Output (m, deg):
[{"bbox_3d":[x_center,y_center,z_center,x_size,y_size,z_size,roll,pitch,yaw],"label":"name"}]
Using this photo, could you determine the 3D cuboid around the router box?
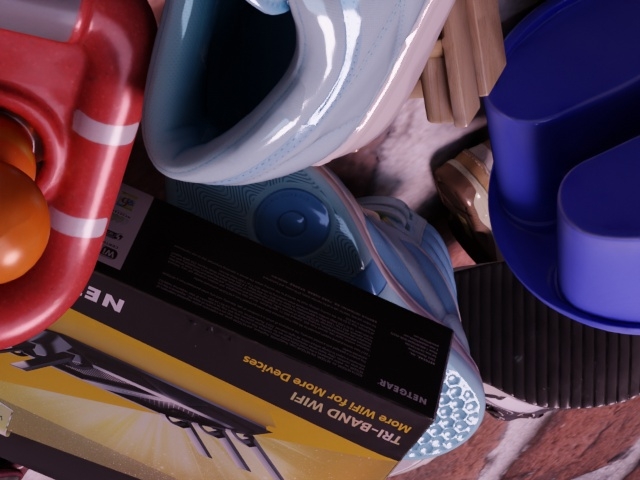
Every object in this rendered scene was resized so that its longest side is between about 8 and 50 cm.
[{"bbox_3d":[-0.102,0.092,0.906,0.309,0.081,0.243,24,137,-6],"label":"router box"}]

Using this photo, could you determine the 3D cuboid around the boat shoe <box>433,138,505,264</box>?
[{"bbox_3d":[0.152,-0.026,1.153,0.072,0.068,0.190,-42,156,-7],"label":"boat shoe"}]

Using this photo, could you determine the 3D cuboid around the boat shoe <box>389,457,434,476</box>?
[{"bbox_3d":[0.053,0.229,1.485,0.227,0.079,0.081,-32,158,15],"label":"boat shoe"}]

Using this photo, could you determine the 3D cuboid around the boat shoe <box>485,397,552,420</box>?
[{"bbox_3d":[0.222,0.176,1.562,0.076,0.080,0.228,-42,157,23],"label":"boat shoe"}]

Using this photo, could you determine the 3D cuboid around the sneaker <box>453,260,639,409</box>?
[{"bbox_3d":[0.138,0.077,1.169,0.331,0.122,0.146,4,178,20],"label":"sneaker"}]

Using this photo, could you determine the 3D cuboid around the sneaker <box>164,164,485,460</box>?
[{"bbox_3d":[0.000,0.000,1.004,0.127,0.208,0.319,-29,118,16],"label":"sneaker"}]

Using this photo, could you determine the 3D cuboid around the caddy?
[{"bbox_3d":[0.280,-0.081,0.979,0.341,0.241,0.179,-28,147,2],"label":"caddy"}]

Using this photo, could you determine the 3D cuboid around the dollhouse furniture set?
[{"bbox_3d":[0.016,-0.134,0.804,0.151,0.144,0.123,-1,116,21],"label":"dollhouse furniture set"}]

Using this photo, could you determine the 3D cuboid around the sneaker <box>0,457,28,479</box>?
[{"bbox_3d":[-0.275,0.230,1.160,0.162,0.106,0.281,-40,150,17],"label":"sneaker"}]

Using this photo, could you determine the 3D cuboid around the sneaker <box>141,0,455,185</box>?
[{"bbox_3d":[0.009,-0.167,0.598,0.150,0.135,0.366,-30,146,-48],"label":"sneaker"}]

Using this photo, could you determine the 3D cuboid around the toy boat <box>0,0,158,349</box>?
[{"bbox_3d":[-0.168,-0.032,0.675,0.151,0.151,0.231,10,122,-19],"label":"toy boat"}]
